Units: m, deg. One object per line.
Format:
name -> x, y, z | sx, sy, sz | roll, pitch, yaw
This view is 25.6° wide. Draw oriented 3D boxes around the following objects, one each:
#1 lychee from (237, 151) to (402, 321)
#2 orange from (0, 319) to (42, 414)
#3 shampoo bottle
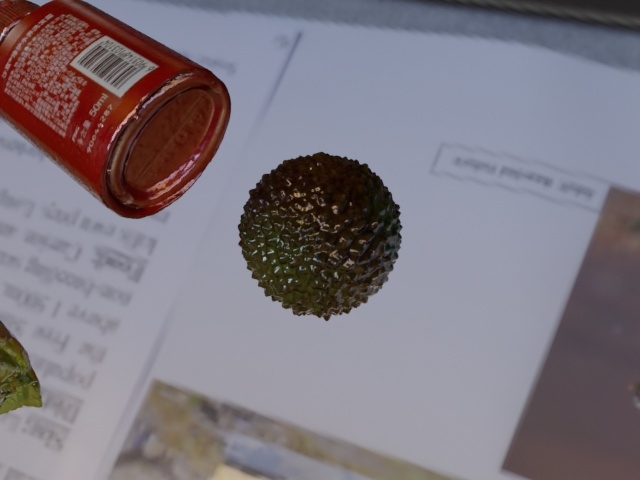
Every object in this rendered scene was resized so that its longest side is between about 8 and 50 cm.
lychee -> 0.000, 0.000, 1.292 | 0.171, 0.171, 0.171 | 21, 165, 6
orange -> -0.329, 0.125, 0.992 | 0.158, 0.237, 0.179 | 43, 154, 11
shampoo bottle -> -0.180, -0.115, 1.061 | 0.076, 0.118, 0.314 | 34, 180, -38
